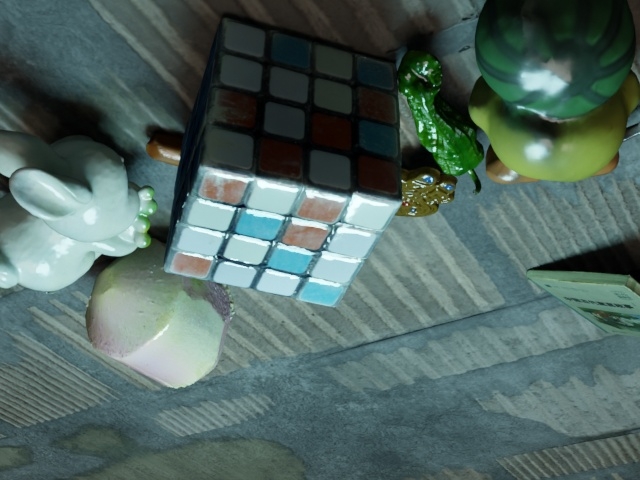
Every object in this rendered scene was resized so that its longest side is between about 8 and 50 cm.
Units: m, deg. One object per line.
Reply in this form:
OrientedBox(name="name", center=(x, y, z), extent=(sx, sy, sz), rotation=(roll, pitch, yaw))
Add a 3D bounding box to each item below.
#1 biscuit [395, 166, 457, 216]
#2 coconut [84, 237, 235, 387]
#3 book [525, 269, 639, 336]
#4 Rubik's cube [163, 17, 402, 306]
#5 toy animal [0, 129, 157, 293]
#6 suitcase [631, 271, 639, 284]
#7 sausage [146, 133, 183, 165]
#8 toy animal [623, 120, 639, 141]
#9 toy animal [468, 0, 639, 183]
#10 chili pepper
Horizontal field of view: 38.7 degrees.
OrientedBox(name="biscuit", center=(0.136, -0.070, 1.399), extent=(0.124, 0.026, 0.175), rotation=(18, 159, -21))
OrientedBox(name="coconut", center=(-0.283, 0.118, 1.567), extent=(0.233, 0.233, 0.245), rotation=(-18, 140, 26))
OrientedBox(name="book", center=(0.526, 0.120, 1.624), extent=(0.282, 0.025, 0.214), rotation=(30, 163, -34))
OrientedBox(name="Rubik's cube", center=(-0.052, -0.097, 1.212), extent=(0.253, 0.256, 0.259), rotation=(13, 143, -15))
OrientedBox(name="toy animal", center=(-0.384, -0.050, 1.342), extent=(0.247, 0.183, 0.310), rotation=(-14, 163, -42))
OrientedBox(name="suitcase", center=(0.620, 0.077, 1.599), extent=(0.126, 0.059, 0.086), rotation=(-27, 138, 34))
OrientedBox(name="sausage", center=(-0.195, -0.128, 1.358), extent=(0.131, 0.041, 0.039), rotation=(14, 148, -16))
OrientedBox(name="toy animal", center=(0.579, -0.135, 1.275), extent=(0.324, 0.090, 0.195), rotation=(14, 143, -20))
OrientedBox(name="toy animal", center=(0.293, -0.181, 1.135), extent=(0.216, 0.191, 0.338), rotation=(-5, 144, 9))
OrientedBox(name="chili pepper", center=(0.164, -0.164, 1.249), extent=(0.074, 0.100, 0.257), rotation=(-50, 139, -3))
